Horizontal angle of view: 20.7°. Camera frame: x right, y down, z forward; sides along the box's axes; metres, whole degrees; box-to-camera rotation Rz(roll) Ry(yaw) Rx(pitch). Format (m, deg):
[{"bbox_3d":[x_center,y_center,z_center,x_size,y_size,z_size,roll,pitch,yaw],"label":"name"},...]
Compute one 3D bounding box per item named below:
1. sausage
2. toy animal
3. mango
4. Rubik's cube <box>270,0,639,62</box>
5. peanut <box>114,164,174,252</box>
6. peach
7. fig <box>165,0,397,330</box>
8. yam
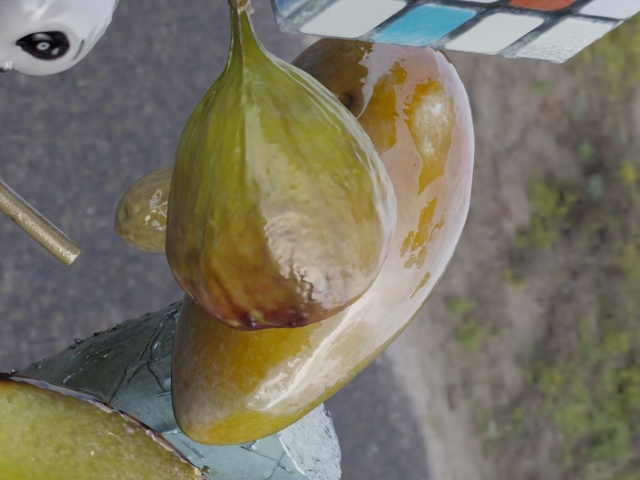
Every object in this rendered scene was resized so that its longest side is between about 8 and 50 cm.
[{"bbox_3d":[-0.281,-0.026,1.653,0.132,0.024,0.024,42,34,-17],"label":"sausage"},{"bbox_3d":[-0.288,-0.245,1.546,0.235,0.187,0.165,48,59,-32],"label":"toy animal"},{"bbox_3d":[0.000,0.000,1.439,0.199,0.221,0.384,29,86,-25],"label":"mango"},{"bbox_3d":[0.112,-0.278,1.057,0.253,0.256,0.259,1,68,-41],"label":"Rubik's cube"},{"bbox_3d":[-0.108,-0.048,1.745,0.099,0.214,0.099,-16,90,-75],"label":"peanut"},{"bbox_3d":[-0.180,0.160,1.191,0.068,0.279,0.189,-73,165,-56],"label":"peach"},{"bbox_3d":[-0.034,-0.073,1.162,0.159,0.159,0.257,-29,112,-69],"label":"fig"},{"bbox_3d":[-0.169,0.191,1.810,0.241,0.348,0.241,-18,90,-73],"label":"yam"}]
